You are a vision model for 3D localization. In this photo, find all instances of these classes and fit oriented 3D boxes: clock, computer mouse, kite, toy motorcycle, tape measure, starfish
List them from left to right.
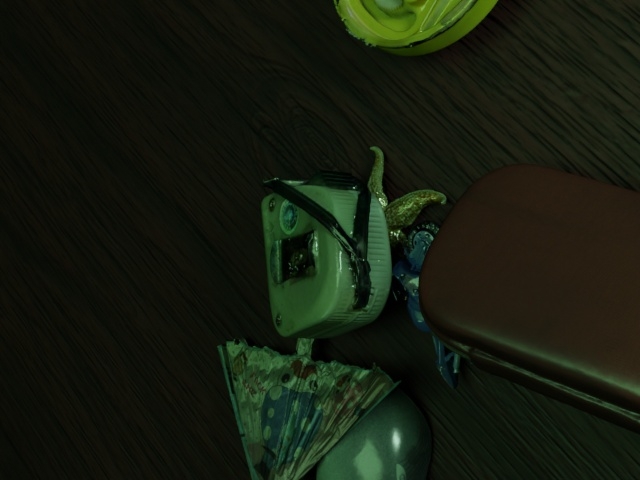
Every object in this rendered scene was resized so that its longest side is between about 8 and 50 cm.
[{"bbox_3d":[-0.031,0.200,1.627,0.406,0.014,0.369,5,78,50],"label":"kite"},{"bbox_3d":[0.000,0.000,1.536,0.207,0.115,0.235,-30,62,56],"label":"tape measure"},{"bbox_3d":[0.063,0.369,1.568,0.167,0.090,0.379,-4,90,39],"label":"computer mouse"},{"bbox_3d":[0.079,-0.017,1.581,0.216,0.050,0.224,-13,77,46],"label":"starfish"},{"bbox_3d":[0.142,-0.372,1.501,0.293,0.071,0.277,-50,51,18],"label":"clock"},{"bbox_3d":[0.153,0.079,1.491,0.114,0.076,0.205,-35,80,33],"label":"toy motorcycle"}]

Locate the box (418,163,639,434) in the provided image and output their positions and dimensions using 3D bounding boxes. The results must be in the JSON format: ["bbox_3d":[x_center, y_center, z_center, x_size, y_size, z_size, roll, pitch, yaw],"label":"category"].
[{"bbox_3d":[0.304,0.057,1.306,0.404,0.108,0.263,22,73,35],"label":"box"}]
